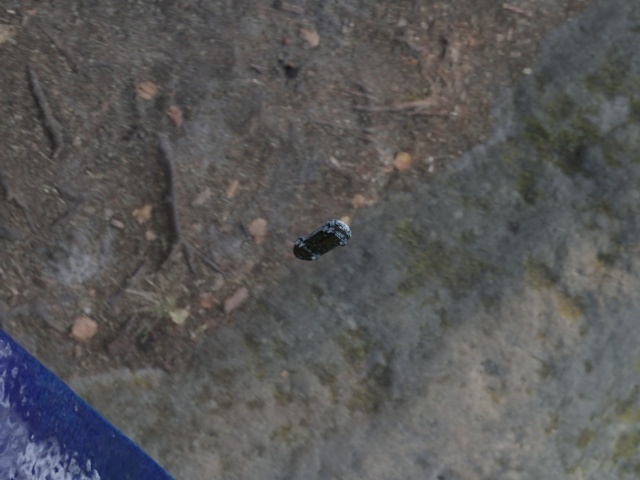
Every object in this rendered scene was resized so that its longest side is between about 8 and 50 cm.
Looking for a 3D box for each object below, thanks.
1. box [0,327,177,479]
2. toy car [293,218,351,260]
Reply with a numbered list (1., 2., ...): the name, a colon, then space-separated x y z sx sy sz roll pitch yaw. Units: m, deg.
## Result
1. box: -0.222 0.213 0.609 0.279 0.116 0.261 58 43 -46
2. toy car: 0.000 0.000 1.436 0.041 0.093 0.025 42 37 -31
